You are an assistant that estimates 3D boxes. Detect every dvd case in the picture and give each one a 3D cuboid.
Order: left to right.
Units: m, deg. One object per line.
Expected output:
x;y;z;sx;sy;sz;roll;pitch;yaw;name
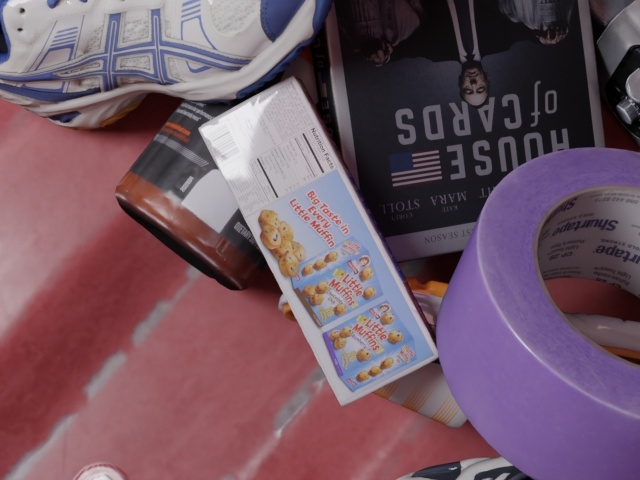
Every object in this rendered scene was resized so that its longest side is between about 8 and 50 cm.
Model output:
0.081;-0.113;0.818;0.179;0.029;0.238;-10;94;-21;dvd case

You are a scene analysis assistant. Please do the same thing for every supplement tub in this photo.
-0.031;-0.074;0.849;0.106;0.106;0.198;35;83;9;supplement tub

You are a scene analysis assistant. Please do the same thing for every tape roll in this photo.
0.163;0.044;0.733;0.189;0.080;0.189;8;48;-9;tape roll

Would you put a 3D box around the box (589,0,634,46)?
0.183;-0.270;0.901;0.183;0.059;0.232;-37;80;-5;box

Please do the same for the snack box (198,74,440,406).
0.000;0.000;0.771;0.064;0.022;0.178;-28;85;9;snack box

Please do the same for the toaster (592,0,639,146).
0.283;-0.103;0.838;0.186;0.110;0.168;-36;80;-5;toaster

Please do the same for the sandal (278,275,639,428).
0.102;0.076;0.816;0.265;0.102;0.076;9;77;2;sandal

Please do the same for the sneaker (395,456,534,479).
0.102;0.164;0.772;0.235;0.153;0.094;-11;77;0;sneaker

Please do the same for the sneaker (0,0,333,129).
-0.116;-0.137;0.778;0.296;0.131;0.112;-18;63;41;sneaker
